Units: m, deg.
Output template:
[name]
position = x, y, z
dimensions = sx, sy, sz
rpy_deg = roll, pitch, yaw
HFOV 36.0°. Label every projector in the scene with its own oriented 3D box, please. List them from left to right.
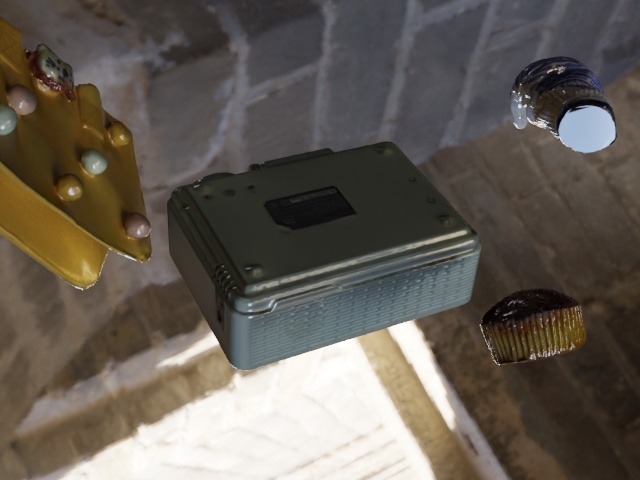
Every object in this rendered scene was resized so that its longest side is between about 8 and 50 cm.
[projector]
position = 0.000, 0.000, 0.950
dimensions = 0.192, 0.257, 0.099
rpy_deg = 53, 149, 43

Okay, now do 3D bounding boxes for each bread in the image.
[bread]
position = 0.172, 0.066, 0.803
dimensions = 0.085, 0.085, 0.053
rpy_deg = 171, 84, -73

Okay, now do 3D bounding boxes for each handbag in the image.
[handbag]
position = -0.373, -0.140, 1.297
dimensions = 0.401, 0.133, 0.283
rpy_deg = 47, -156, -52

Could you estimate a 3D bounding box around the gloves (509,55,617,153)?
[gloves]
position = 0.278, -0.163, 1.139
dimensions = 0.229, 0.119, 0.097
rpy_deg = -116, 41, -73
